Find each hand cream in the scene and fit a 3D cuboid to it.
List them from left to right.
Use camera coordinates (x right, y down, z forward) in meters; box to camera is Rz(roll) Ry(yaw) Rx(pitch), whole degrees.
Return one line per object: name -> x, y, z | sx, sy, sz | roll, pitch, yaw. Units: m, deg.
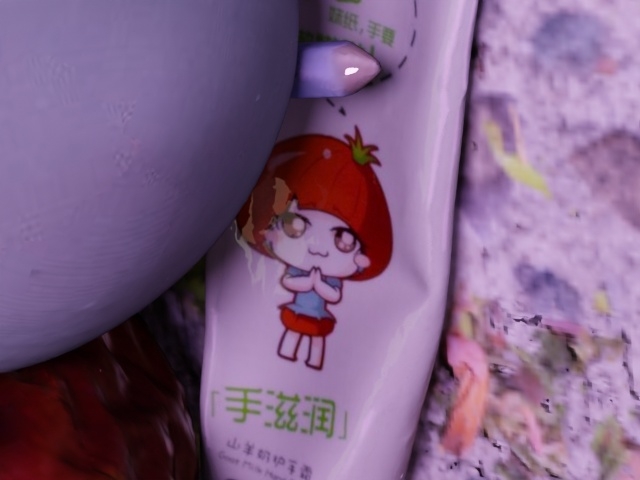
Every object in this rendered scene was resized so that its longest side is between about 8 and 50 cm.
hand cream -> 0.000, 0.000, 0.656 | 0.121, 0.076, 0.336 | 19, 116, 30

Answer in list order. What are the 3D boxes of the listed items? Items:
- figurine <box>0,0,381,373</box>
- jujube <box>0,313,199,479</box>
figurine -> -0.173, -0.138, 0.575 | 0.382, 0.224, 0.205 | 48, 156, 17
jujube -> -0.151, 0.109, 0.671 | 0.318, 0.223, 0.223 | -138, 32, -70
